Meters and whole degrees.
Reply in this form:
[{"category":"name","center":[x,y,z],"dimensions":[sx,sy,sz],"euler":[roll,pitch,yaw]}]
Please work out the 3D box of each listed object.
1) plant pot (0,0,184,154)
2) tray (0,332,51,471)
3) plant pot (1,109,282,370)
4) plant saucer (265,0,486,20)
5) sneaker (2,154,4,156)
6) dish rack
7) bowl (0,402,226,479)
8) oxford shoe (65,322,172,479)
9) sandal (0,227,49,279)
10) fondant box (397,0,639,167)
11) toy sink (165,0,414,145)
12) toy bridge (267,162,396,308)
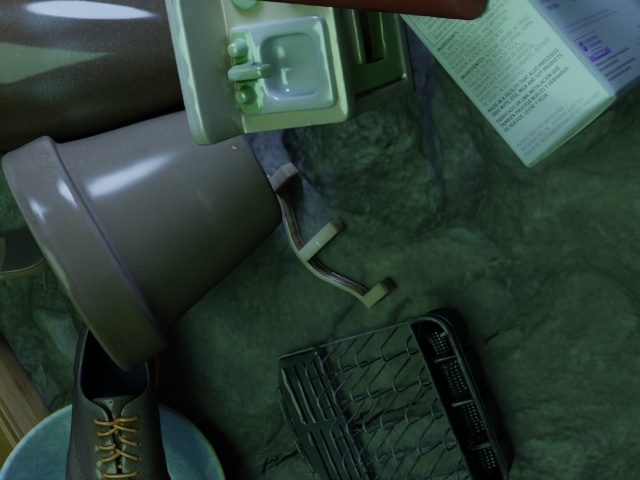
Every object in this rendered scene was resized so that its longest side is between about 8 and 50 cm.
[{"category":"plant pot","center":[-0.244,-0.207,1.184],"dimensions":[0.230,0.215,0.215],"euler":[-2,105,14]},{"category":"tray","center":[-0.526,0.187,1.529],"dimensions":[0.203,0.076,0.411],"euler":[-33,90,33]},{"category":"plant pot","center":[-0.173,-0.028,1.157],"dimensions":[0.229,0.263,0.263],"euler":[-30,90,-8]},{"category":"plant saucer","center":[0.002,-0.301,0.807],"dimensions":[0.259,0.048,0.258],"euler":[12,111,27]},{"category":"sneaker","center":[-0.313,-0.075,1.338],"dimensions":[0.097,0.084,0.234],"euler":[-20,97,8]},{"category":"dish rack","center":[0.068,0.193,1.200],"dimensions":[0.271,0.074,0.208],"euler":[-18,96,32]},{"category":"bowl","center":[-0.249,0.353,1.360],"dimensions":[0.289,0.289,0.156],"euler":[33,161,16]},{"category":"oxford shoe","center":[-0.240,0.240,1.250],"dimensions":[0.130,0.132,0.363],"euler":[-8,66,-6]},{"category":"sandal","center":[-0.453,0.032,1.439],"dimensions":[0.240,0.079,0.088],"euler":[-2,65,13]},{"category":"fondant box","center":[0.141,-0.238,0.920],"dimensions":[0.096,0.238,0.330],"euler":[-41,84,34]},{"category":"toy sink","center":[-0.017,-0.189,1.027],"dimensions":[0.131,0.234,0.152],"euler":[-3,104,30]},{"category":"toy bridge","center":[0.000,0.000,1.202],"dimensions":[0.188,0.026,0.063],"euler":[50,123,7]}]
